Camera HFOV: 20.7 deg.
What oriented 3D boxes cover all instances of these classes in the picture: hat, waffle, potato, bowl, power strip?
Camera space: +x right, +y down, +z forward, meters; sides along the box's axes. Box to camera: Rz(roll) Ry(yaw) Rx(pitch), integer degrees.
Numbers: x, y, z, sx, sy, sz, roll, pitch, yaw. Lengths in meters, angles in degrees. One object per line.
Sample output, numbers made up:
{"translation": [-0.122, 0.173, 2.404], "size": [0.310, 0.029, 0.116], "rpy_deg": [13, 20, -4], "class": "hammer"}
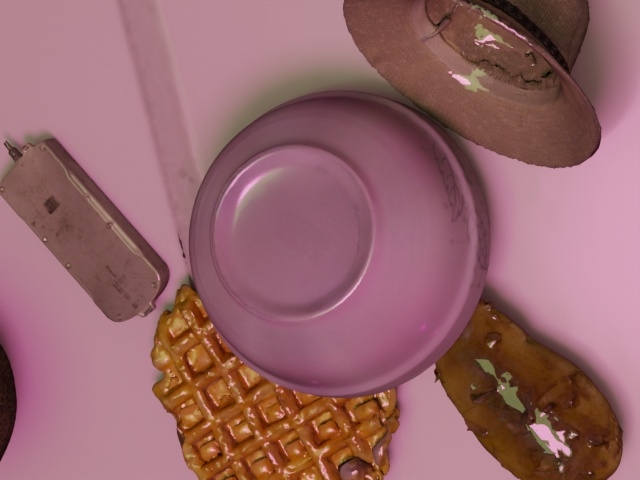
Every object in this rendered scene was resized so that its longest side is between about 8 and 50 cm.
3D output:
{"translation": [0.160, -0.189, 1.531], "size": [0.257, 0.257, 0.130], "rpy_deg": [31, 73, 8], "class": "hat"}
{"translation": [-0.049, 0.161, 1.725], "size": [0.262, 0.060, 0.280], "rpy_deg": [19, 105, 16], "class": "waffle"}
{"translation": [0.187, 0.146, 1.630], "size": [0.117, 0.090, 0.225], "rpy_deg": [-44, 84, 6], "class": "potato"}
{"translation": [0.000, 0.000, 1.588], "size": [0.287, 0.144, 0.287], "rpy_deg": [-1, 86, 20], "class": "bowl"}
{"translation": [-0.241, -0.015, 1.758], "size": [0.080, 0.029, 0.227], "rpy_deg": [-42, 89, 22], "class": "power strip"}

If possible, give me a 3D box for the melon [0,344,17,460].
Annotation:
{"translation": [-0.428, 0.170, 1.710], "size": [0.237, 0.302, 0.237], "rpy_deg": [3, 100, 16], "class": "melon"}
